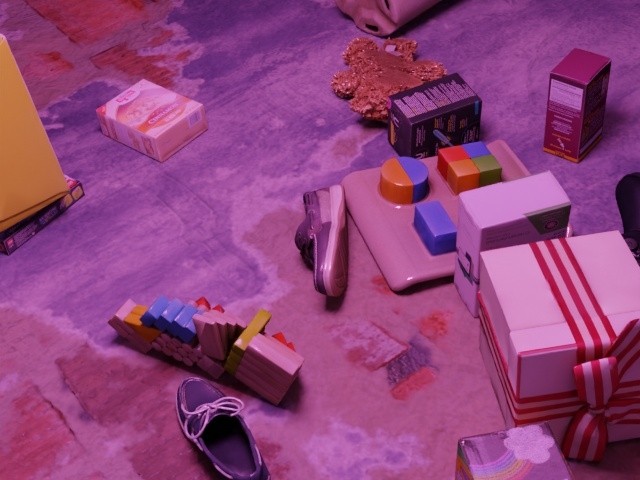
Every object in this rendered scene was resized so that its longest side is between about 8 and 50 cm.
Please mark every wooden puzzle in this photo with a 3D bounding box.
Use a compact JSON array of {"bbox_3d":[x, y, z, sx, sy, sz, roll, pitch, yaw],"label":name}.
[{"bbox_3d":[0.241,-0.072,1.818,0.347,0.081,0.322,-15,43,-10],"label":"wooden puzzle"}]

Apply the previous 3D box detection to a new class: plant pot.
[{"bbox_3d":[0.189,-0.657,2.325,0.333,0.334,0.305,32,65,34],"label":"plant pot"}]

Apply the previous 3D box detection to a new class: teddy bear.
[{"bbox_3d":[0.141,-0.347,2.132,0.245,0.113,0.338,-10,34,-16],"label":"teddy bear"}]

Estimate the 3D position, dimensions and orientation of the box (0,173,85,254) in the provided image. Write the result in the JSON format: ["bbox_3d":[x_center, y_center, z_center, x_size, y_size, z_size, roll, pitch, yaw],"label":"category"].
[{"bbox_3d":[-0.575,-0.063,1.929,0.114,0.036,0.207,23,49,28],"label":"box"}]

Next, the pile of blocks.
[{"bbox_3d":[-0.172,0.134,1.587,0.362,0.149,0.113,17,47,23],"label":"pile of blocks"}]

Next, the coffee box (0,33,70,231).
[{"bbox_3d":[-0.729,-0.191,1.822,0.338,0.338,0.334,-34,39,-26],"label":"coffee box"}]

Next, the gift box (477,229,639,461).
[{"bbox_3d":[0.384,0.148,1.434,0.276,0.255,0.258,-12,40,2],"label":"gift box"}]

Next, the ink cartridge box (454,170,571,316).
[{"bbox_3d":[0.311,0.009,1.621,0.160,0.219,0.093,-15,46,-9],"label":"ink cartridge box"}]

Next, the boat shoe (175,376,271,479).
[{"bbox_3d":[-0.151,0.284,1.470,0.095,0.079,0.254,-20,44,-15],"label":"boat shoe"}]

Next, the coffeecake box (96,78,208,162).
[{"bbox_3d":[-0.357,-0.257,2.096,0.185,0.068,0.142,26,52,30],"label":"coffeecake box"}]

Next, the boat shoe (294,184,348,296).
[{"bbox_3d":[0.000,0.000,1.757,0.092,0.103,0.285,-5,38,8],"label":"boat shoe"}]

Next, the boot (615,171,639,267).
[{"bbox_3d":[0.519,-0.010,1.708,0.207,0.094,0.247,-14,49,-14],"label":"boot"}]

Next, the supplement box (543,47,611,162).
[{"bbox_3d":[0.497,-0.261,1.918,0.080,0.188,0.104,25,50,30],"label":"supplement box"}]

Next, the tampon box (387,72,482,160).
[{"bbox_3d":[0.225,-0.240,1.970,0.161,0.120,0.101,-20,49,-15],"label":"tampon box"}]

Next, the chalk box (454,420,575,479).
[{"bbox_3d":[0.269,0.369,1.295,0.132,0.132,0.213,-9,43,-6],"label":"chalk box"}]
